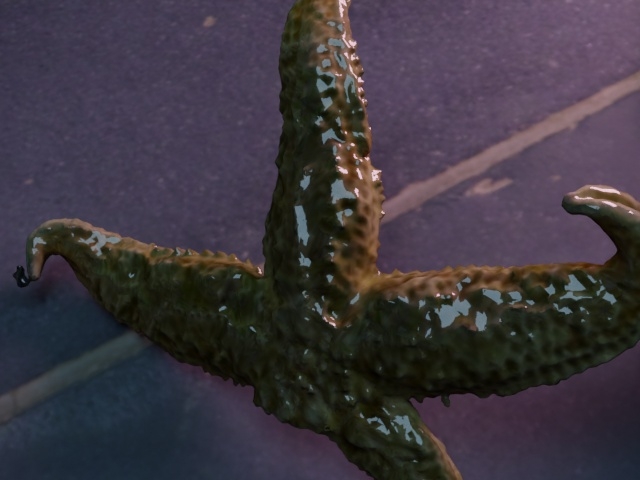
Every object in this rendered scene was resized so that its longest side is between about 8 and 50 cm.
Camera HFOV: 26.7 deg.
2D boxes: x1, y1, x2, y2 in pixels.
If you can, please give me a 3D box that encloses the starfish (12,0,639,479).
[{"bbox_3d":[0.000,0.000,0.904,0.432,0.082,0.324,36,109,27],"label":"starfish"}]
